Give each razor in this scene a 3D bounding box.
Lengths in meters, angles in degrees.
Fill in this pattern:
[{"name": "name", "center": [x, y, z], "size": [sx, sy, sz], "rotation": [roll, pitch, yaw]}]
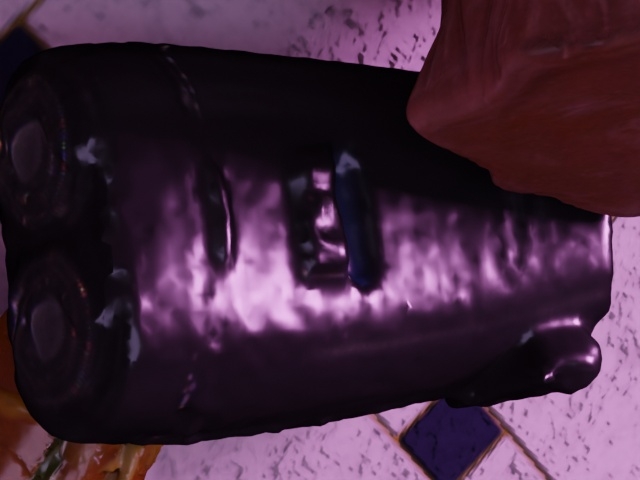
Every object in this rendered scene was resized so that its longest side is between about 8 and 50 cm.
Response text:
[{"name": "razor", "center": [-0.001, 0.001, 0.912], "size": [0.326, 0.107, 0.189], "rotation": [0, 81, -35]}]

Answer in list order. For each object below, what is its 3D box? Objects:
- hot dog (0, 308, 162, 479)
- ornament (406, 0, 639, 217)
[{"name": "hot dog", "center": [-0.162, 0.151, 0.925], "size": [0.115, 0.072, 0.269], "rotation": [26, 92, -38]}, {"name": "ornament", "center": [0.152, -0.149, 0.884], "size": [0.235, 0.221, 0.218], "rotation": [-6, 70, 6]}]
